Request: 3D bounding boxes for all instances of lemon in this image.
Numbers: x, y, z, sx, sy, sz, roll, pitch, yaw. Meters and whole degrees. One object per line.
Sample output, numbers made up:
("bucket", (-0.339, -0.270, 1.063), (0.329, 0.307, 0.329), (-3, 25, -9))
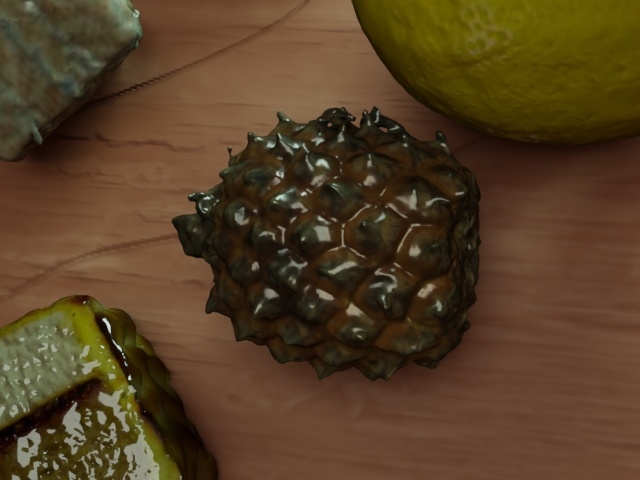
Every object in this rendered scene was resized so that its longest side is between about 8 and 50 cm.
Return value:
("lemon", (0.125, -0.171, 0.645), (0.219, 0.240, 0.240), (-5, 76, 18))

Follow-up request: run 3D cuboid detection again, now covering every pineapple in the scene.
("pineapple", (0.000, 0.000, 0.668), (0.193, 0.166, 0.166), (5, 78, 13))

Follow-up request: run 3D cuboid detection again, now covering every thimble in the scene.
("thimble", (-0.242, -0.173, 0.737), (0.148, 0.196, 0.229), (-44, 103, 1))

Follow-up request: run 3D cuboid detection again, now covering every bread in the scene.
("bread", (-0.191, 0.147, 0.701), (0.222, 0.096, 0.181), (-28, 71, 3))
